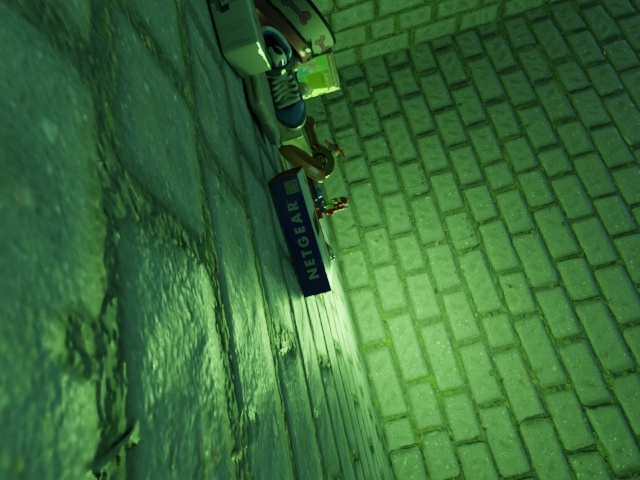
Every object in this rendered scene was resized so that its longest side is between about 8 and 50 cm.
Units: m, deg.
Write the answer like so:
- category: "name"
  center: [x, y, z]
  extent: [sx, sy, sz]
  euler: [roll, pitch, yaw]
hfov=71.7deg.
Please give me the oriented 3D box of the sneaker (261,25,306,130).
- category: "sneaker"
  center: [-0.134, -0.526, 1.443]
  extent: [0.236, 0.130, 0.323]
  euler: [-137, -155, -80]

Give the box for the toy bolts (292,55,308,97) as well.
- category: "toy bolts"
  center: [-0.130, -0.610, 1.752]
  extent: [0.218, 0.158, 0.229]
  euler: [48, 27, -80]

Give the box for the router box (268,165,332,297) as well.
- category: "router box"
  center: [-0.049, -0.039, 1.311]
  extent: [0.301, 0.082, 0.336]
  euler: [-87, 161, -76]

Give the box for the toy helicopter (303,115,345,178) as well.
- category: "toy helicopter"
  center: [-0.016, -0.459, 2.159]
  extent: [0.140, 0.234, 0.356]
  euler: [61, 14, -69]

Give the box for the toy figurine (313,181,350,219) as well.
- category: "toy figurine"
  center: [0.001, -0.240, 2.017]
  extent: [0.362, 0.191, 0.218]
  euler: [-91, 160, -76]

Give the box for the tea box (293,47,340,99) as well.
- category: "tea box"
  center: [-0.085, -0.951, 2.418]
  extent: [0.220, 0.323, 0.329]
  euler: [70, 7, -45]

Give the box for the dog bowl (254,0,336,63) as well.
- category: "dog bowl"
  center: [-0.135, -0.864, 1.718]
  extent: [0.408, 0.150, 0.408]
  euler: [43, 7, -6]

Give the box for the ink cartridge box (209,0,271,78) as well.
- category: "ink cartridge box"
  center: [-0.200, -0.533, 1.065]
  extent: [0.160, 0.092, 0.220]
  euler: [14, 61, -85]

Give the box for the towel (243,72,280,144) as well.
- category: "towel"
  center: [-0.181, -0.436, 1.274]
  extent: [0.187, 0.049, 0.283]
  euler: [61, 14, -64]

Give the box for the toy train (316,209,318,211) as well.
- category: "toy train"
  center: [-0.036, -0.214, 2.321]
  extent: [0.125, 0.046, 0.167]
  euler: [71, 9, -52]

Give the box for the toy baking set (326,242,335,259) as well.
- category: "toy baking set"
  center: [-0.004, -0.006, 1.612]
  extent: [0.197, 0.030, 0.256]
  euler: [60, -11, 9]

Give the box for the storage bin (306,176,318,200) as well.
- category: "storage bin"
  center: [-0.063, -0.192, 1.604]
  extent: [0.135, 0.090, 0.098]
  euler: [-97, 171, -66]

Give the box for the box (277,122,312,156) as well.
- category: "box"
  center: [-0.106, -0.420, 1.814]
  extent: [0.275, 0.094, 0.113]
  euler: [35, 40, -82]

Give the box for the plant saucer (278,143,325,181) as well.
- category: "plant saucer"
  center: [-0.059, -0.284, 1.587]
  extent: [0.199, 0.037, 0.200]
  euler: [33, 18, -12]
